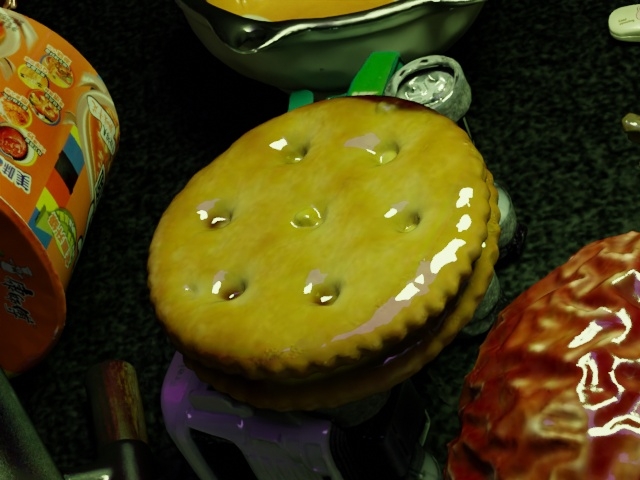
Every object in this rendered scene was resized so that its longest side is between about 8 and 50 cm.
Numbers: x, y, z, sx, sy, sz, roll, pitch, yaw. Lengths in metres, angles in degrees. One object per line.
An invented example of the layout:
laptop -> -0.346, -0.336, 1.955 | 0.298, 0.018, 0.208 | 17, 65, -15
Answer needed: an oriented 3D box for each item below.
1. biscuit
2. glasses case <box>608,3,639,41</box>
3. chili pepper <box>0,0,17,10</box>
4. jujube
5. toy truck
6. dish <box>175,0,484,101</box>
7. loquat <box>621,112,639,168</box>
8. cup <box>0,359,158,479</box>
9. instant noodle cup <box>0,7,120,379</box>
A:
biscuit -> 0.000, 0.000, 0.849 | 0.220, 0.066, 0.220 | -14, 47, 15
glasses case -> 0.277, -0.178, 1.171 | 0.083, 0.021, 0.032 | -1, 52, 15
chili pepper -> -0.402, -0.256, 1.377 | 0.253, 0.136, 0.144 | 27, 106, 43
jujube -> 0.173, 0.120, 0.823 | 0.213, 0.213, 0.232 | 9, 55, 22
toy truck -> 0.022, 0.025, 0.982 | 0.178, 0.176, 0.363 | -3, 49, 25
dish -> 0.017, -0.198, 1.178 | 0.303, 0.120, 0.303 | -6, 40, 5
loquat -> 0.322, -0.057, 0.941 | 0.246, 0.213, 0.213 | 6, 53, 16
cup -> -0.224, 0.140, 0.947 | 0.239, 0.166, 0.177 | -35, 54, -13
instant noodle cup -> -0.275, -0.043, 1.075 | 0.250, 0.250, 0.192 | 2, 43, 17
